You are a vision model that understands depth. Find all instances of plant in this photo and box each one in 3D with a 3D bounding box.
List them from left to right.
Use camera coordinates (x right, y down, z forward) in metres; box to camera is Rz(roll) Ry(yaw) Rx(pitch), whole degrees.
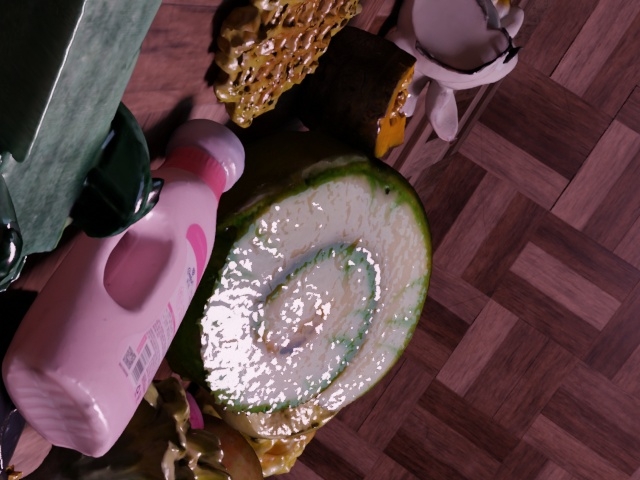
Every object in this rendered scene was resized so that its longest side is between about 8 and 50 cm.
[{"bbox_3d":[-0.207,0.240,1.051,0.297,0.261,0.306,-48,155,-47],"label":"plant"}]

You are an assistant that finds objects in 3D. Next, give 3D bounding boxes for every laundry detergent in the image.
[{"bbox_3d":[-0.160,0.019,0.881,0.159,0.088,0.335,78,26,-45],"label":"laundry detergent"}]

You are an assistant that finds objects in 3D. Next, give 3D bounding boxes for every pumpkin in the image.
[{"bbox_3d":[0.043,-0.166,1.311,0.126,0.131,0.248,-61,167,-17],"label":"pumpkin"}]

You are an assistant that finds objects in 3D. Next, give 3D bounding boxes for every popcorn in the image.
[{"bbox_3d":[-0.129,0.326,1.787,0.225,0.249,0.249,-50,169,-43],"label":"popcorn"}]

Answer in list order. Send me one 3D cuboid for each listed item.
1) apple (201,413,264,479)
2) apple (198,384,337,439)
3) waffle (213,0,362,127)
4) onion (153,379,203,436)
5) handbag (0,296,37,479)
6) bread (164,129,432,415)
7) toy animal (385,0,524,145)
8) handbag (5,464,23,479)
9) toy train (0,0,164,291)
[{"bbox_3d":[-0.218,0.414,1.610,0.257,0.257,0.234,-61,177,28],"label":"apple"},{"bbox_3d":[-0.059,0.169,1.542,0.279,0.279,0.279,-53,169,-14],"label":"apple"},{"bbox_3d":[-0.022,-0.232,1.011,0.254,0.052,0.245,-52,171,-12],"label":"waffle"},{"bbox_3d":[-0.243,0.263,1.314,0.177,0.153,0.177,-56,-170,15],"label":"onion"},{"bbox_3d":[-0.298,0.158,0.819,0.211,0.088,0.254,79,29,-84],"label":"handbag"},{"bbox_3d":[-0.030,0.057,1.218,0.366,0.129,0.382,-38,130,-21],"label":"bread"},{"bbox_3d":[0.206,-0.300,1.506,0.247,0.183,0.310,-51,175,2],"label":"toy animal"},{"bbox_3d":[-0.373,0.283,1.109,0.061,0.027,0.083,-55,172,0],"label":"handbag"},{"bbox_3d":[-0.141,-0.117,0.405,0.120,0.202,0.301,-35,158,-58],"label":"toy train"}]
